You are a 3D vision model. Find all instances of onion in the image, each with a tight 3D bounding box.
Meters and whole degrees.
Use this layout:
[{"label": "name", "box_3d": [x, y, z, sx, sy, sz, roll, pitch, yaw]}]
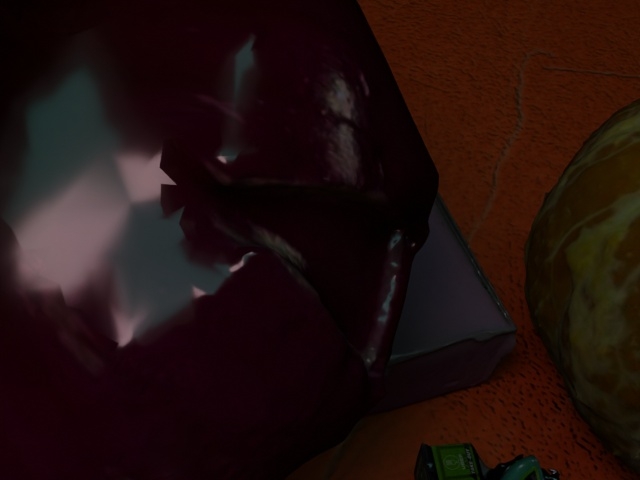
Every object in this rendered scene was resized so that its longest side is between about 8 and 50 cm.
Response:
[{"label": "onion", "box_3d": [-0.172, -0.040, 0.567, 0.398, 0.420, 0.399, -9, 71, 27]}]

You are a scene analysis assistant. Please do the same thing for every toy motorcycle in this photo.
[{"label": "toy motorcycle", "box_3d": [0.115, 0.202, 0.687, 0.100, 0.058, 0.173, -3, 50, -7]}]

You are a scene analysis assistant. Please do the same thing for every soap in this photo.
[{"label": "soap", "box_3d": [0.000, 0.001, 0.809, 0.181, 0.081, 0.259, -13, 56, -22]}]

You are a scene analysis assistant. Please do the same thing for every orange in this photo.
[{"label": "orange", "box_3d": [0.296, 0.038, 0.740, 0.329, 0.249, 0.329, 11, 40, -9]}]
